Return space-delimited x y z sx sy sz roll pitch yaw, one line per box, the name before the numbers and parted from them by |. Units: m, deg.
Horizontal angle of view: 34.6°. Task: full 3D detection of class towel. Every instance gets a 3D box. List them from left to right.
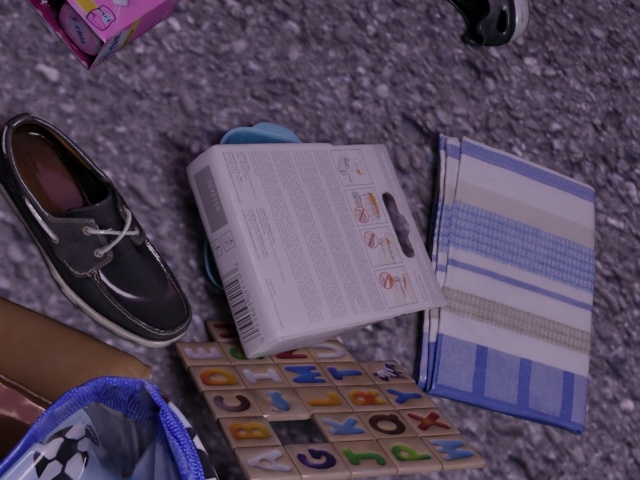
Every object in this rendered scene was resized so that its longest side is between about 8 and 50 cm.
towel | 0.197 0.042 1.068 0.209 0.034 0.285 17 68 -22

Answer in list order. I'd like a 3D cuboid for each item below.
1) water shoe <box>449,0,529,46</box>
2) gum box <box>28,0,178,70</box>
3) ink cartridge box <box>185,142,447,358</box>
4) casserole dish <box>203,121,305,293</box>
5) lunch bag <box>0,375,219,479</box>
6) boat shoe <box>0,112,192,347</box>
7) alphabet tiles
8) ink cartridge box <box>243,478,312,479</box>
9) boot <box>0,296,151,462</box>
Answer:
water shoe | 0.169 -0.316 1.156 0.080 0.073 0.203 -17 80 -27
gum box | -0.231 -0.267 0.950 0.188 0.062 0.107 49 59 -3
ink cartridge box | 0.000 0.000 0.942 0.225 0.056 0.181 -6 71 -46
casserole dish | -0.055 -0.020 0.964 0.114 0.037 0.188 14 68 -21
lunch bag | -0.135 0.306 0.622 0.239 0.328 0.385 9 63 5
boat shoe | -0.192 -0.006 0.871 0.084 0.079 0.233 -41 94 -32
alphabet tiles | -0.006 0.124 0.853 0.198 0.237 0.009 2 114 -26
ink cartridge box | 0.036 0.334 0.701 0.066 0.261 0.296 -23 108 -11
boot | -0.292 0.125 0.770 0.269 0.089 0.236 34 62 -13
